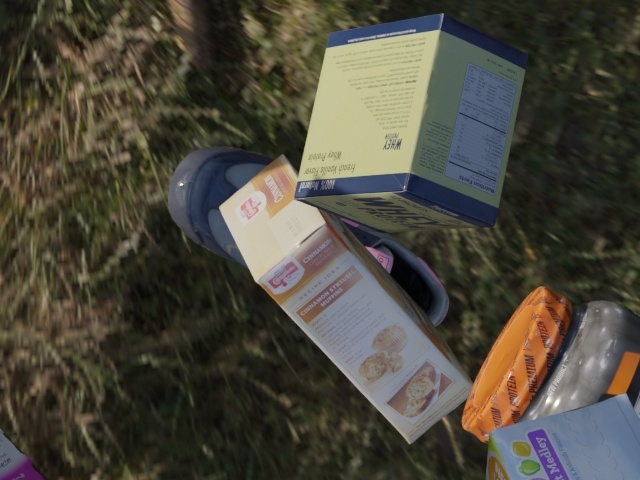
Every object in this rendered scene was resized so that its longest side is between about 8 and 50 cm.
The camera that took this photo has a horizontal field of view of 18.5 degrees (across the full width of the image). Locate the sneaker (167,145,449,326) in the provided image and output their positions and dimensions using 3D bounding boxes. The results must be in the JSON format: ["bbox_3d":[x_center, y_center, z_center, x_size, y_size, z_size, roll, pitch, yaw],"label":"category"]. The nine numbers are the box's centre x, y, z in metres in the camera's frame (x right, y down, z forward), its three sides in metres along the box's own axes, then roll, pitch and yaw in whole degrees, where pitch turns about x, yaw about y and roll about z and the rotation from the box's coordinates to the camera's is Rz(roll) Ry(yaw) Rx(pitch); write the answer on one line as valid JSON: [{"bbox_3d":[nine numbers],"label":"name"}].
[{"bbox_3d":[0.000,0.000,1.889,0.319,0.131,0.112,26,85,-39],"label":"sneaker"}]

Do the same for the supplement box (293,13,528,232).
[{"bbox_3d":[0.041,-0.052,0.900,0.056,0.083,0.083,20,76,-35],"label":"supplement box"}]

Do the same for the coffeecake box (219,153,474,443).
[{"bbox_3d":[0.018,0.042,1.457,0.068,0.142,0.185,-40,116,5],"label":"coffeecake box"}]

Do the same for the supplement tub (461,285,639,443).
[{"bbox_3d":[0.182,0.110,1.085,0.190,0.117,0.117,29,95,-4],"label":"supplement tub"}]

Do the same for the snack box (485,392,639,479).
[{"bbox_3d":[0.126,0.196,0.839,0.070,0.174,0.207,-14,141,-12],"label":"snack box"}]

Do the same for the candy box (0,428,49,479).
[{"bbox_3d":[-0.325,0.215,1.707,0.233,0.159,0.071,45,111,15],"label":"candy box"}]
